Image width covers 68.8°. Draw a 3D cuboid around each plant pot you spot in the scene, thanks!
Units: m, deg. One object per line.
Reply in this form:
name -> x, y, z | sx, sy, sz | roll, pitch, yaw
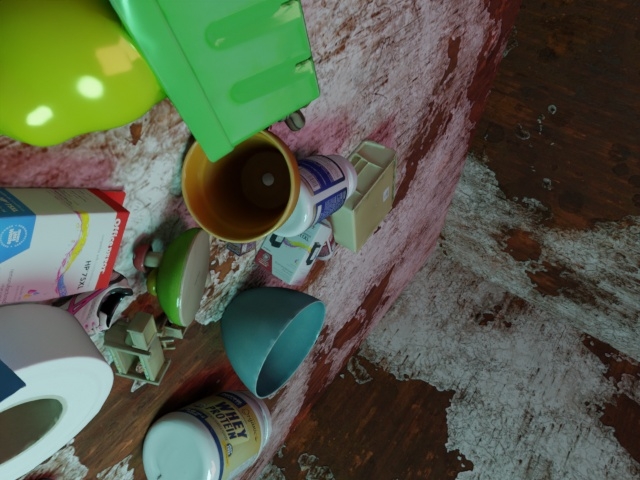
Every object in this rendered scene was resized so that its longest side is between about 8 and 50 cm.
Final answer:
plant pot -> -0.148, 0.236, 1.239 | 0.290, 0.195, 0.290 | -47, 155, -30
plant pot -> -0.125, -0.111, 0.881 | 0.205, 0.205, 0.188 | -65, 174, 13

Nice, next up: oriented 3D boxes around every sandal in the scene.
sandal -> -0.060, -0.270, 0.822 | 0.086, 0.120, 0.303 | -32, -177, 7

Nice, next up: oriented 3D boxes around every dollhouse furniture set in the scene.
dollhouse furniture set -> -0.341, 0.157, 0.911 | 0.161, 0.101, 0.182 | -73, 173, -45

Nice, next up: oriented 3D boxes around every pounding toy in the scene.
pounding toy -> -0.280, 0.050, 0.884 | 0.237, 0.110, 0.183 | -86, -175, -71

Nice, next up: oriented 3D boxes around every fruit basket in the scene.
fruit basket -> -0.205, -0.256, 0.513 | 0.391, 0.283, 0.392 | -10, 152, -5

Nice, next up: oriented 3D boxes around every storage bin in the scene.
storage bin -> 0.127, -0.135, 1.465 | 0.260, 0.123, 0.262 | -51, 157, -21

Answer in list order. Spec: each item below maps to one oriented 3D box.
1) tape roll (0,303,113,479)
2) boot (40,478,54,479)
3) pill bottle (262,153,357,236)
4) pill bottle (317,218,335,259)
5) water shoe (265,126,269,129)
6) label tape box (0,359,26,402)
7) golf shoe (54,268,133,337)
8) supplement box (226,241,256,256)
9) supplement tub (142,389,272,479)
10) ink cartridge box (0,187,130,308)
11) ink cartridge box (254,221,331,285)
tape roll -> -0.427, 0.217, 0.604 | 0.286, 0.100, 0.286 | -38, 157, -19
boot -> -0.536, 0.540, 0.942 | 0.106, 0.082, 0.219 | -55, 156, -4
pill bottle -> -0.024, -0.118, 1.107 | 0.264, 0.153, 0.153 | -33, 147, -53
pill bottle -> 0.000, 0.000, 1.407 | 0.086, 0.086, 0.152 | -52, 157, -18
water shoe -> -0.132, -0.226, 0.841 | 0.073, 0.080, 0.203 | -60, 158, 2
label tape box -> -0.471, 0.138, 0.360 | 0.333, 0.240, 0.106 | -42, 150, -39
golf shoe -> -0.382, 0.127, 0.745 | 0.186, 0.086, 0.067 | -54, 158, -10
supplement box -> -0.175, -0.014, 1.067 | 0.055, 0.043, 0.083 | -30, 143, -52
supplement tub -> -0.293, 0.544, 1.275 | 0.228, 0.228, 0.316 | -63, 158, 10
ink cartridge box -> -0.358, 0.003, 0.645 | 0.231, 0.078, 0.134 | -12, 129, -62
ink cartridge box -> -0.072, 0.010, 1.210 | 0.175, 0.127, 0.072 | -62, 156, 4
